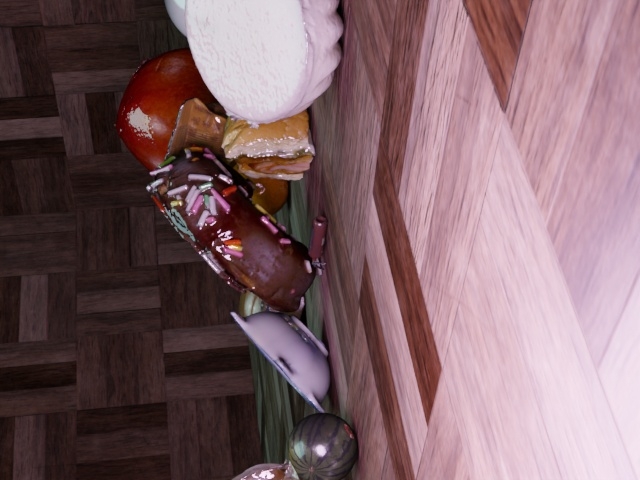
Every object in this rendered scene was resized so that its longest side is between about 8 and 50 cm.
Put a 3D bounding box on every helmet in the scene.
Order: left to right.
[{"bbox_3d":[-0.103,0.131,2.243,0.198,0.130,0.224,-141,48,-75],"label":"helmet"}]

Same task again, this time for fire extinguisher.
[{"bbox_3d":[-0.006,-0.001,1.783,0.046,0.032,0.100,-118,29,-46],"label":"fire extinguisher"}]

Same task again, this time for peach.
[{"bbox_3d":[-0.283,-0.272,2.497,0.370,0.370,0.370,176,90,-83],"label":"peach"}]

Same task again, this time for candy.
[{"bbox_3d":[-0.159,-0.210,1.985,0.101,0.271,0.143,42,132,39],"label":"candy"}]

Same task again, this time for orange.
[{"bbox_3d":[-0.130,-0.118,2.320,0.136,0.135,0.117,94,-158,-49],"label":"orange"}]

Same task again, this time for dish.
[{"bbox_3d":[-0.046,0.184,1.848,0.236,0.086,0.228,45,172,11],"label":"dish"}]

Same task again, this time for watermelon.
[{"bbox_3d":[0.006,0.300,1.617,0.133,0.105,0.105,-68,-17,-54],"label":"watermelon"}]

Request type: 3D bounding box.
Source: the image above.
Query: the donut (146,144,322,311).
[{"bbox_3d":[-0.162,-0.041,1.852,0.345,0.136,0.259,47,-176,38],"label":"donut"}]

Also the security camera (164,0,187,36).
[{"bbox_3d":[-0.142,-0.416,1.803,0.194,0.236,0.195,174,90,-81],"label":"security camera"}]

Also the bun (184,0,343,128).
[{"bbox_3d":[-0.049,-0.302,1.504,0.263,0.175,0.263,23,124,39],"label":"bun"}]

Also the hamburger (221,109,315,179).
[{"bbox_3d":[-0.088,-0.221,1.880,0.135,0.155,0.208,119,155,-61],"label":"hamburger"}]

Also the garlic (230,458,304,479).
[{"bbox_3d":[-0.106,0.573,2.153,0.237,0.292,0.210,46,179,0],"label":"garlic"}]
